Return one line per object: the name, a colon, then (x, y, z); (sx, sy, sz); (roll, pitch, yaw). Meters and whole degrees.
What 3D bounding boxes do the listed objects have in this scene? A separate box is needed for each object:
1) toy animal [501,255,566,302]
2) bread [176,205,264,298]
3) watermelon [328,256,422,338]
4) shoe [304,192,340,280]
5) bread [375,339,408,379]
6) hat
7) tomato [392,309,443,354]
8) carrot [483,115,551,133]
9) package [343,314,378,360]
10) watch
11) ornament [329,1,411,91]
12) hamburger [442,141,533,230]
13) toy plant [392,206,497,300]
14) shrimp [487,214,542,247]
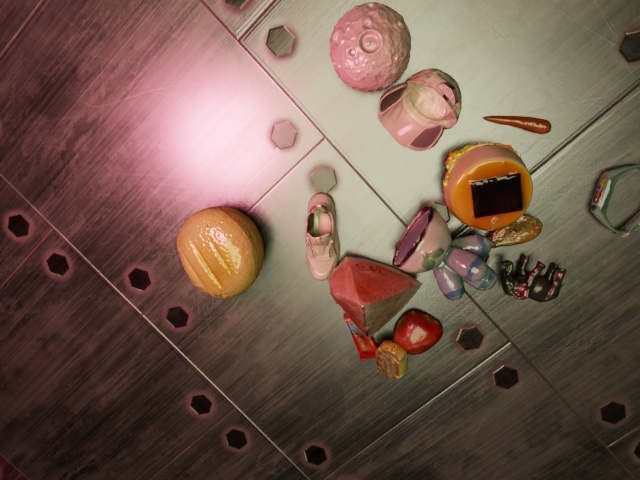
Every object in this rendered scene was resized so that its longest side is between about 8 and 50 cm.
toy animal: (0.721, 0.136, 1.655); (0.244, 0.114, 0.147); (19, 104, 2)
bread: (-0.344, 0.040, 1.686); (0.319, 0.237, 0.321); (1, 101, 8)
watermelon: (0.183, 0.163, 1.666); (0.283, 0.292, 0.250); (42, 73, -2)
shoe: (0.000, 0.000, 1.681); (0.124, 0.159, 0.317); (-2, 101, 6)
bread: (0.261, 0.444, 1.780); (0.117, 0.064, 0.157); (16, 127, 40)
hat: (0.320, -0.422, 1.553); (0.232, 0.161, 0.275); (48, 128, -8)
tomato: (0.353, 0.352, 1.766); (0.166, 0.082, 0.174); (31, 103, -3)
carrot: (0.641, -0.384, 1.576); (0.216, 0.048, 0.048); (12, 105, 8)
package: (0.157, 0.359, 1.821); (0.083, 0.022, 0.201); (-19, 103, 11)
watch: (0.998, -0.133, 1.587); (0.194, 0.068, 0.237); (14, 101, 0)
ornament: (0.153, -0.589, 1.482); (0.259, 0.225, 0.260); (2, 105, 6)
hamburger: (0.539, -0.174, 1.569); (0.275, 0.179, 0.295); (-13, 110, 10)
toy plant: (0.434, 0.065, 1.613); (0.332, 0.247, 0.247); (31, 105, -3)
shrimp: (0.641, -0.026, 1.648); (0.216, 0.051, 0.115); (-18, 118, 16)
